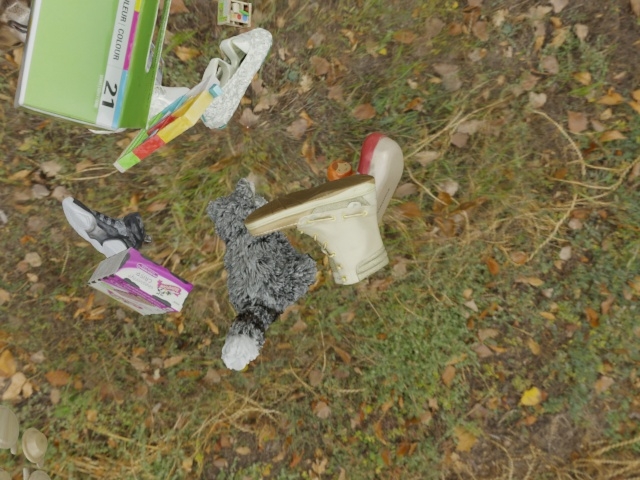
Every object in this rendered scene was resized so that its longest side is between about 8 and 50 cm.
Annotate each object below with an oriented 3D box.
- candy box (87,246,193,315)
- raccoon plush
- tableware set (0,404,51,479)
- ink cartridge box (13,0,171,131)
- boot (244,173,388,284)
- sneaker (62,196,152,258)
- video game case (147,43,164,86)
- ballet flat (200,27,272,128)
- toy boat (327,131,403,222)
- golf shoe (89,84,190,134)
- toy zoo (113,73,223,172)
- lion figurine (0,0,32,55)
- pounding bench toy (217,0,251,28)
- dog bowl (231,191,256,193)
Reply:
[{"bbox_3d":[-0.409,0.099,1.084,0.159,0.233,0.071,37,61,-26],"label":"candy box"},{"bbox_3d":[-0.170,0.038,1.116,0.216,0.446,0.299,-31,105,12],"label":"raccoon plush"},{"bbox_3d":[-0.448,0.328,0.717,0.020,0.141,0.169,-22,141,-4],"label":"tableware set"},{"bbox_3d":[-0.224,-0.210,0.468,0.096,0.255,0.189,10,95,-34],"label":"ink cartridge box"},{"bbox_3d":[0.000,0.000,0.942,0.261,0.095,0.204,-19,113,-11],"label":"boot"},{"bbox_3d":[-0.656,-0.055,1.504,0.268,0.101,0.153,45,48,-6],"label":"sneaker"},{"bbox_3d":[-0.481,-0.510,1.391,0.011,0.122,0.087,-13,146,9],"label":"video game case"},{"bbox_3d":[-0.269,-0.532,1.485,0.146,0.147,0.409,26,68,-13],"label":"ballet flat"},{"bbox_3d":[0.082,-0.132,1.076,0.151,0.151,0.231,31,111,19],"label":"toy boat"},{"bbox_3d":[-0.489,-0.383,1.306,0.306,0.115,0.140,-22,146,-25],"label":"golf shoe"},{"bbox_3d":[-0.334,-0.278,1.103,0.293,0.193,0.030,-23,125,30],"label":"toy zoo"},{"bbox_3d":[-0.512,-0.250,0.524,0.392,0.240,0.142,-33,91,-27],"label":"lion figurine"},{"bbox_3d":[-0.182,-0.507,1.081,0.065,0.083,0.052,-6,108,-37],"label":"pounding bench toy"},{"bbox_3d":[-0.211,-0.032,1.588,0.073,0.166,0.298,-18,71,-18],"label":"dog bowl"}]
